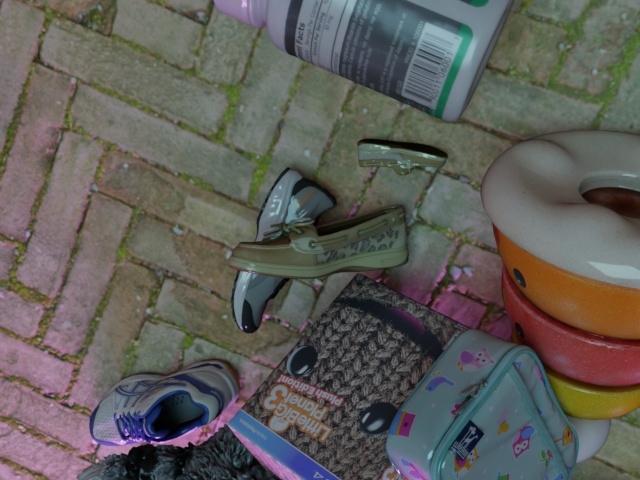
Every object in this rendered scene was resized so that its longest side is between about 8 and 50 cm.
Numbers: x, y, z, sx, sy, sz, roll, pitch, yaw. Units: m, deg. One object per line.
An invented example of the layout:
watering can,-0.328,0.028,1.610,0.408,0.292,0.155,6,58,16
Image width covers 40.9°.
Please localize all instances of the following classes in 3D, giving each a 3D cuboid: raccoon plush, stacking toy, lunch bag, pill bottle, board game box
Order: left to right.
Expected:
raccoon plush,-0.130,0.452,1.283,0.446,0.299,0.216,-17,129,-3
pill bottle,0.056,-0.315,1.128,0.360,0.204,0.204,25,110,7
board game box,0.065,0.227,1.180,0.232,0.291,0.141,24,154,39
lunch bag,0.213,0.256,1.074,0.107,0.224,0.279,22,151,48
stacking toy,0.365,0.123,1.144,0.350,0.351,0.480,10,122,12

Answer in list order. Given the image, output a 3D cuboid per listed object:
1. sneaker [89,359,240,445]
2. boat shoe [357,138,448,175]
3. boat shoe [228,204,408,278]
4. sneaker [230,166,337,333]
sneaker,-0.281,0.282,1.420,0.296,0.131,0.112,-24,99,21
boat shoe,0.118,-0.118,1.250,0.135,0.050,0.045,12,111,22
boat shoe,0.000,0.000,1.224,0.104,0.285,0.089,14,106,55
sneaker,-0.061,0.030,1.311,0.107,0.100,0.272,24,109,2
